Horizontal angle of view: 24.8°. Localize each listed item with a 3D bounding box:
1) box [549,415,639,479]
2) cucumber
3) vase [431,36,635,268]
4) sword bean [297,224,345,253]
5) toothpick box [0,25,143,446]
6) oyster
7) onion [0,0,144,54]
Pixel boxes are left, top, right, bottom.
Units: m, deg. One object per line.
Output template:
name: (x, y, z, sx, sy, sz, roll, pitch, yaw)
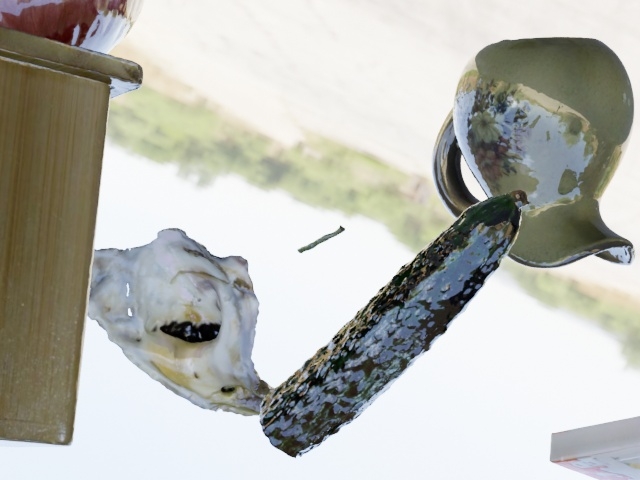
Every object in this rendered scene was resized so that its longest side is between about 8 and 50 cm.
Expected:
box: (0.475, 0.275, 1.821, 0.273, 0.048, 0.265, 24, 150, -33)
cucumber: (0.061, 0.066, 1.148, 0.067, 0.293, 0.067, 34, -152, -21)
vase: (0.272, -0.110, 1.970, 0.241, 0.302, 0.329, -2, 179, -39)
sword bean: (0.000, 0.000, 1.807, 0.012, 0.012, 0.083, 22, 144, -38)
toothpick box: (-0.271, 0.002, 1.135, 0.187, 0.308, 0.190, 12, 168, -35)
oyster: (-0.162, 0.102, 1.852, 0.275, 0.271, 0.100, 13, -142, 7)
onion: (-0.351, -0.237, 1.572, 0.347, 0.285, 0.347, -6, -174, 1)
